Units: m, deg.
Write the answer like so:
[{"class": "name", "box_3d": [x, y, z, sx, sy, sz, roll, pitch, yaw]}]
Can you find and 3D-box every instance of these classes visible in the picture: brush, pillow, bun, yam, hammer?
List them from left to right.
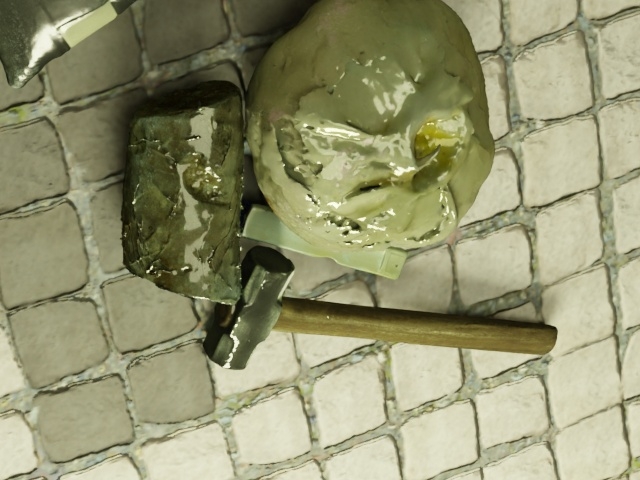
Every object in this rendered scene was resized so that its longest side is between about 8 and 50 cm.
[{"class": "pillow", "box_3d": [-0.176, -0.248, 1.359, 0.250, 0.106, 0.186, -31, 122, -5]}, {"class": "yam", "box_3d": [-0.113, -0.041, 1.484, 0.107, 0.107, 0.183, -4, 111, -24]}, {"class": "brush", "box_3d": [0.000, 0.000, 1.598, 0.178, 0.030, 0.033, 17, 96, -34]}, {"class": "bun", "box_3d": [0.051, -0.096, 1.502, 0.239, 0.141, 0.239, -14, 114, -32]}, {"class": "hammer", "box_3d": [0.070, 0.075, 1.654, 0.365, 0.043, 0.111, 7, 121, -32]}]
